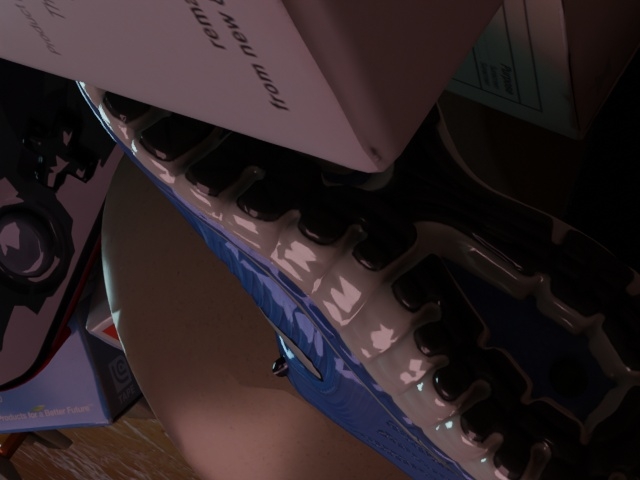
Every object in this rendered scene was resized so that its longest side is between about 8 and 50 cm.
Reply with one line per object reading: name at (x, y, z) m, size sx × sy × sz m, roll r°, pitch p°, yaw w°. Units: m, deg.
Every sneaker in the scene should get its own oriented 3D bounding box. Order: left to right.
sneaker at (0.000, 0.000, 0.662) m, size 0.330 × 0.130 × 0.147 m, roll 50°, pitch 153°, yaw 10°

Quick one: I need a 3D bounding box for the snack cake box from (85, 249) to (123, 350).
snack cake box at (0.000, 0.053, 1.069) m, size 0.264 × 0.089 × 0.152 m, roll 33°, pitch 136°, yaw -32°

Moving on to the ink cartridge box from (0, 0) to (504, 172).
ink cartridge box at (-0.089, -0.218, 0.501) m, size 0.395 × 0.285 × 0.166 m, roll 20°, pitch 155°, yaw 35°

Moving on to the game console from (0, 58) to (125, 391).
game console at (-0.276, -0.121, 0.972) m, size 0.386 × 0.060 × 0.342 m, roll 32°, pitch 122°, yaw 9°

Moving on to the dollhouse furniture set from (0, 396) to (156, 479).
dollhouse furniture set at (-0.208, 0.067, 1.316) m, size 0.135 × 0.262 × 0.259 m, roll 46°, pitch 155°, yaw -21°

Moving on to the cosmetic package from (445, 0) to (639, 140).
cosmetic package at (-0.004, -0.177, 0.704) m, size 0.309 × 0.113 × 0.160 m, roll 24°, pitch 156°, yaw 24°

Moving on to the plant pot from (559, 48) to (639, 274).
plant pot at (0.224, 0.017, 0.709) m, size 0.167 × 0.188 × 0.187 m, roll 31°, pitch 161°, yaw -25°

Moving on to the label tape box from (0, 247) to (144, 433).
label tape box at (-0.263, -0.034, 1.102) m, size 0.240 × 0.106 × 0.334 m, roll -8°, pitch 107°, yaw 28°

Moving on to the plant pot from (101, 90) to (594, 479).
plant pot at (0.054, 0.008, 0.858) m, size 0.284 × 0.284 × 0.191 m, roll 42°, pitch 126°, yaw -20°
